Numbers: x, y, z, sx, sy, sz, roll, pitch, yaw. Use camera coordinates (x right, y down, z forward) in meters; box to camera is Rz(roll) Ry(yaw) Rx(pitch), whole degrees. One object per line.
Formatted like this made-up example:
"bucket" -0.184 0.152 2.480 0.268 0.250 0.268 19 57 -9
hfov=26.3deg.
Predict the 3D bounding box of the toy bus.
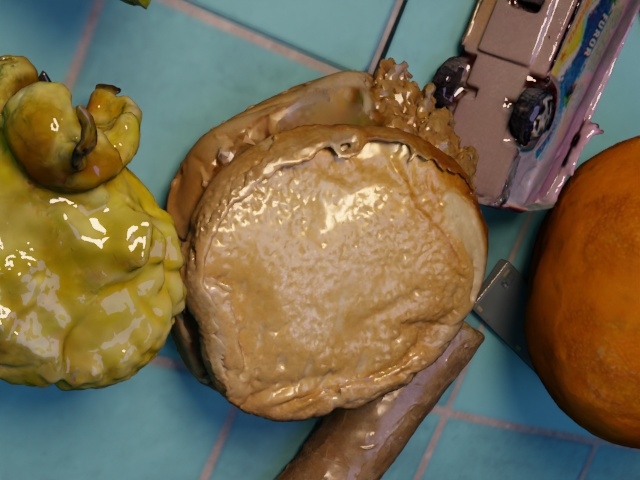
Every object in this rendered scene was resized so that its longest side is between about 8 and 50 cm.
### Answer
"toy bus" 0.189 -0.175 1.105 0.138 0.112 0.317 14 101 -53

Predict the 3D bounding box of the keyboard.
"keyboard" 0.197 0.081 1.288 0.055 0.014 0.176 -53 133 -6

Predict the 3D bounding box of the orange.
"orange" 0.293 0.040 1.181 0.284 0.226 0.284 12 90 -82

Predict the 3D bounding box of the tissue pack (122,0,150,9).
"tissue pack" -0.116 -0.302 0.744 0.200 0.167 0.275 38 84 -43

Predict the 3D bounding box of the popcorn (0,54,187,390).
"popcorn" -0.158 -0.003 0.851 0.168 0.173 0.195 23 103 -1

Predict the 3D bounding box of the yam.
"yam" 0.005 0.200 1.142 0.357 0.081 0.081 -53 133 -10

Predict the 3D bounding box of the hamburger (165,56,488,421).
"hamburger" 0.000 0.000 1.002 0.243 0.146 0.286 22 102 -37
